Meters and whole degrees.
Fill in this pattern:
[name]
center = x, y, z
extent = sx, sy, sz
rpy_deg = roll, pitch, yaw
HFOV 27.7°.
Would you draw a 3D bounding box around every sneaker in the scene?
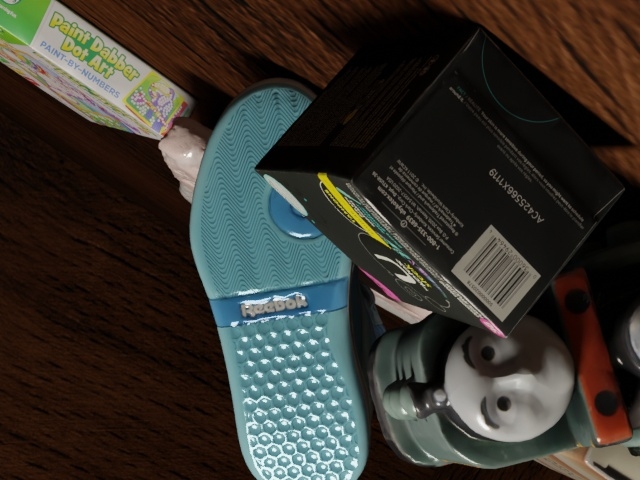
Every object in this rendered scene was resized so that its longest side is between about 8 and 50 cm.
[sneaker]
center = -0.017, 0.021, 1.035
extent = 0.127, 0.319, 0.208
rpy_deg = -1, -166, 8

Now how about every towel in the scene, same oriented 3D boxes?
[towel]
center = 0.000, 0.000, 1.255
extent = 0.332, 0.053, 0.317
rpy_deg = 30, 175, -2

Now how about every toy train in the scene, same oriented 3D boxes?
[toy train]
center = 0.134, 0.082, 0.826
extent = 0.334, 0.190, 0.142
rpy_deg = 113, 141, -83

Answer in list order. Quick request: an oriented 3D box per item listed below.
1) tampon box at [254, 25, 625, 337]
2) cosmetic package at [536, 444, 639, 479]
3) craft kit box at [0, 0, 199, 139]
[tampon box]
center = 0.058, -0.033, 0.703
extent = 0.120, 0.101, 0.161
rpy_deg = 44, 170, -17
[cosmetic package]
center = 0.250, 0.151, 1.172
extent = 0.153, 0.129, 0.296
rpy_deg = 31, 174, -14
[craft kit box]
center = -0.272, -0.192, 1.279
extent = 0.250, 0.061, 0.246
rpy_deg = 34, 170, -29
